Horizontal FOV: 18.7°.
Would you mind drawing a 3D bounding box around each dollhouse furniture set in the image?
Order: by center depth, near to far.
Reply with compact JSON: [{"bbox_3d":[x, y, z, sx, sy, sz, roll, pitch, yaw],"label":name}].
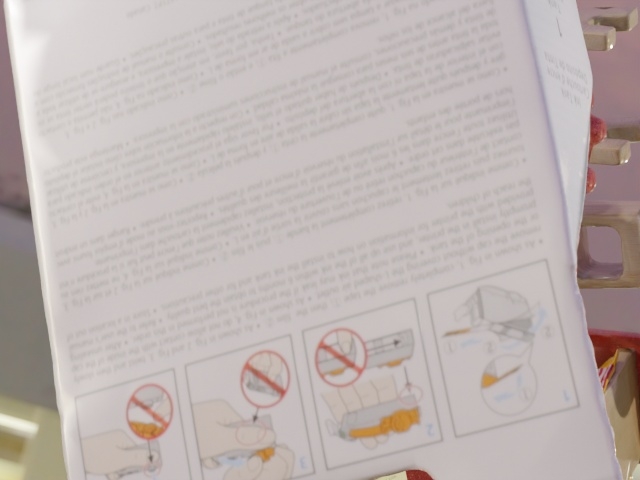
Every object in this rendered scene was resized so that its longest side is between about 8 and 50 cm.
[{"bbox_3d":[0.146,0.037,1.401,0.152,0.374,0.201,0,21,25],"label":"dollhouse furniture set"}]

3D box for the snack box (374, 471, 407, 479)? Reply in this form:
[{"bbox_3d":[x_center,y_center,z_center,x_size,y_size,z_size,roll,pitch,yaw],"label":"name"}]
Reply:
[{"bbox_3d":[0.035,0.246,1.491,0.060,0.187,0.322,-25,-5,42],"label":"snack box"}]

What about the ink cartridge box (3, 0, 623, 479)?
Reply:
[{"bbox_3d":[0.000,0.000,1.019,0.308,0.385,0.091,-18,-15,26],"label":"ink cartridge box"}]
